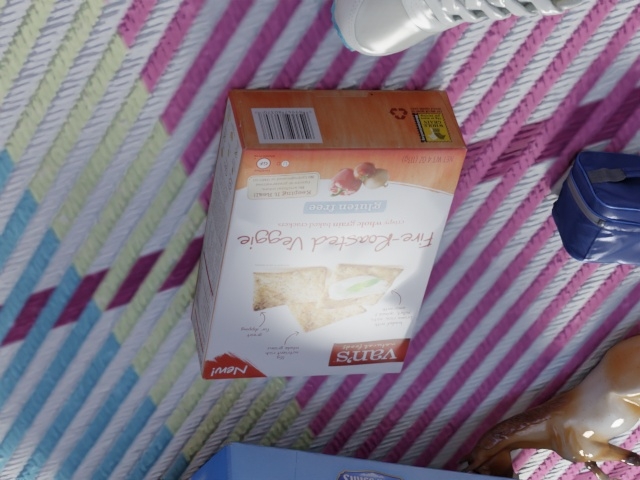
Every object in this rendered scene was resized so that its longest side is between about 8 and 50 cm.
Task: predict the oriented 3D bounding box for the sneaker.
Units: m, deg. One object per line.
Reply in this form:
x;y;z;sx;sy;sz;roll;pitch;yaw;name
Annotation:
0.108;-0.176;1.089;0.228;0.092;0.087;-30;137;16;sneaker

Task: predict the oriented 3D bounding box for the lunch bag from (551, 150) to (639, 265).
0.226;-0.026;1.298;0.098;0.067;0.065;3;135;-20;lunch bag

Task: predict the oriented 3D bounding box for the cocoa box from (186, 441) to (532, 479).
0.037;0.325;1.459;0.347;0.231;0.228;11;147;-26;cocoa box

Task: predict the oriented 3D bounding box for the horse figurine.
0.263;0.143;1.480;0.174;0.066;0.263;30;129;-28;horse figurine

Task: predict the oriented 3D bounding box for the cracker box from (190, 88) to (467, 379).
0.000;0.000;1.259;0.155;0.067;0.232;-2;136;-14;cracker box
